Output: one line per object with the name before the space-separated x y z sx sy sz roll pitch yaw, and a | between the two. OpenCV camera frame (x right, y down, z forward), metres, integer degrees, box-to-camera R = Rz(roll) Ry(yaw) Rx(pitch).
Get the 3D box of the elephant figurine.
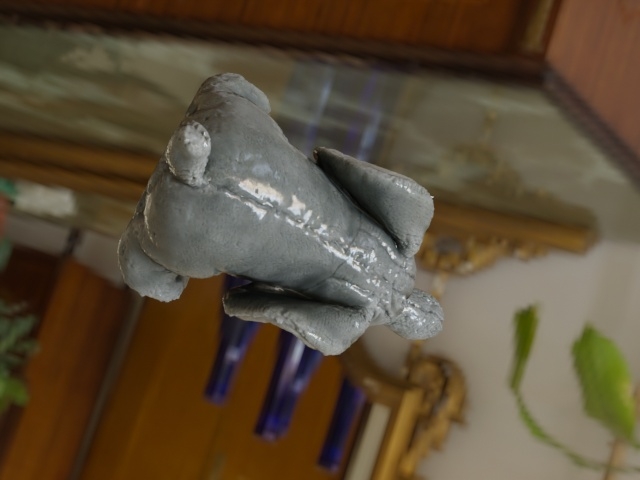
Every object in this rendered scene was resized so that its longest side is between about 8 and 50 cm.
elephant figurine | 0.000 0.000 1.173 0.239 0.186 0.169 29 124 -5
